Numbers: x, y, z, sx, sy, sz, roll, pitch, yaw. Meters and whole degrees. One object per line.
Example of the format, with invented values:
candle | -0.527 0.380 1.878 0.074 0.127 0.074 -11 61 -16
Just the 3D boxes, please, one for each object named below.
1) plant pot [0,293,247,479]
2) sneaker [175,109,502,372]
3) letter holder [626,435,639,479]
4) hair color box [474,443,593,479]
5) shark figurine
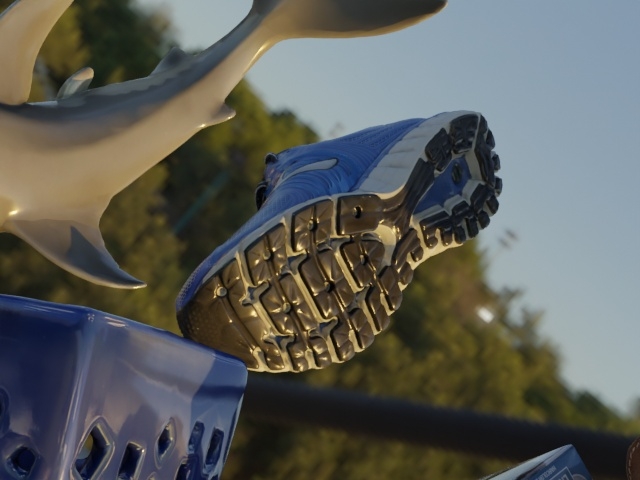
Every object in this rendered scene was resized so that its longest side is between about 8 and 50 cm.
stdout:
plant pot | -0.197 0.141 1.006 0.236 0.212 0.236 7 -8 20
sneaker | 0.000 0.000 1.404 0.147 0.330 0.129 1 -65 42
letter holder | 0.313 0.172 0.975 0.152 0.214 0.302 -2 -15 -23
hair color box | 0.014 0.248 1.127 0.347 0.174 0.105 -29 -91 44
shark figurine | -0.085 -0.036 0.756 0.116 0.278 0.166 48 -40 27
